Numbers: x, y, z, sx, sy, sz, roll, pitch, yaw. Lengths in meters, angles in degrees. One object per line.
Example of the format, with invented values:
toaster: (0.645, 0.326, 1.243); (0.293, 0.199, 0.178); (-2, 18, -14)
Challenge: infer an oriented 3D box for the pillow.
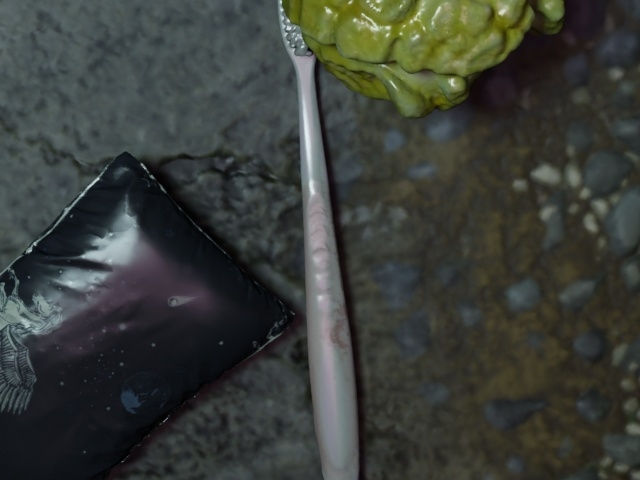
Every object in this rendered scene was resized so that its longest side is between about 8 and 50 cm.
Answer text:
pillow: (-0.135, 0.063, 0.919); (0.208, 0.055, 0.141); (-43, 102, 12)

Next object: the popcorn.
popcorn: (0.048, -0.133, 0.823); (0.135, 0.141, 0.162); (-11, 132, -25)

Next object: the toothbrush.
toothbrush: (0.000, 0.000, 0.905); (0.025, 0.029, 0.307); (-5, 100, 0)
